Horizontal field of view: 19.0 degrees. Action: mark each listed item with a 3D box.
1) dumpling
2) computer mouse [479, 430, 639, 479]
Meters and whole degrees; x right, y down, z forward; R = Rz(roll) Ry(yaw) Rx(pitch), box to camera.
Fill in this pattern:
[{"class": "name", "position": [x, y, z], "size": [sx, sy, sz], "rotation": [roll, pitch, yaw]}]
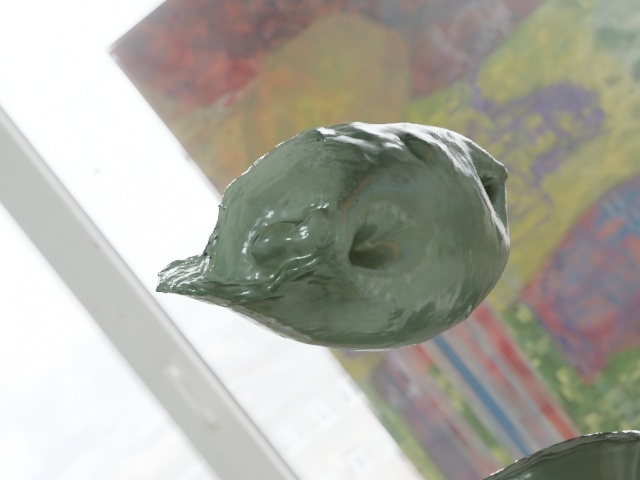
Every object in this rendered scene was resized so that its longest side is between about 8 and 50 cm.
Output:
[{"class": "dumpling", "position": [0.006, -0.009, 0.890], "size": [0.216, 0.149, 0.105], "rotation": [-22, -51, -55]}, {"class": "computer mouse", "position": [0.101, 0.224, 1.033], "size": [0.331, 0.197, 0.095], "rotation": [-36, 16, 22]}]
